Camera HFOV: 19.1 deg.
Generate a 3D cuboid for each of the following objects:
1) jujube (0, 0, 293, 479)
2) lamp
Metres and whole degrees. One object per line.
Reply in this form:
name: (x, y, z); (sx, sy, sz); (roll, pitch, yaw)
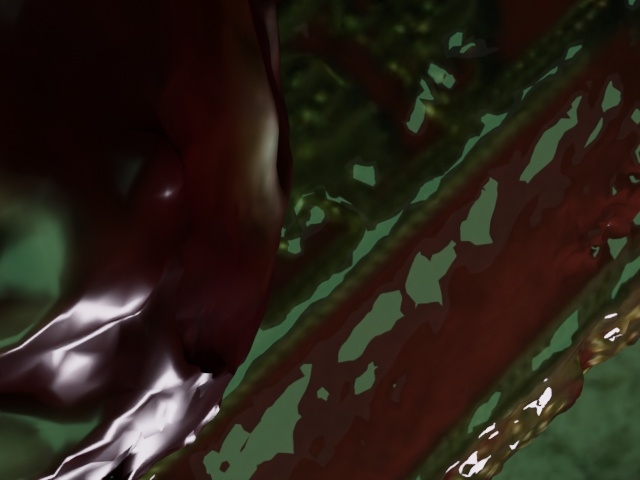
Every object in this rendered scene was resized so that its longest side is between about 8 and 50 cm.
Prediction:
jujube: (-0.197, -0.029, 0.390); (0.376, 0.258, 0.258); (-5, 108, 4)
lamp: (0.000, 0.000, 0.566); (0.274, 0.177, 0.177); (-42, 117, -10)
